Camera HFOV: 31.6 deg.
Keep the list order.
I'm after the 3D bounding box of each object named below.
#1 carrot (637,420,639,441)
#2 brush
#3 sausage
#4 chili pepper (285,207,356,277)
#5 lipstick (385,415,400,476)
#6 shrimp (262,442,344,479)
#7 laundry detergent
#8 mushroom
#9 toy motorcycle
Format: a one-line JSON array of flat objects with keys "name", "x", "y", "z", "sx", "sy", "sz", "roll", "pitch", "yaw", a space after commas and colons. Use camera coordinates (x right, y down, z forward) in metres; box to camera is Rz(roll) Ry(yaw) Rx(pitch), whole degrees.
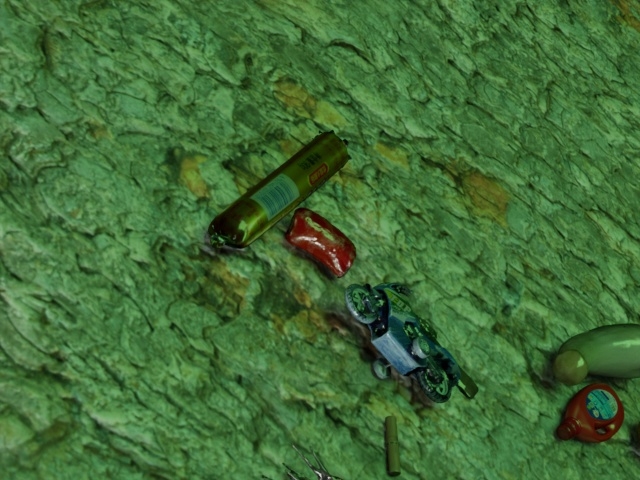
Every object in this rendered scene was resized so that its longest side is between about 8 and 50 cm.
[{"name": "carrot", "x": 0.707, "y": 0.411, "z": 2.062, "sx": 0.301, "sy": 0.114, "sz": 0.114, "roll": 38, "pitch": 42, "yaw": -14}, {"name": "brush", "x": 0.199, "y": 0.181, "z": 1.877, "sx": 0.190, "sy": 0.027, "sz": 0.034, "roll": 49, "pitch": 43, "yaw": 2}, {"name": "sausage", "x": -0.067, "y": -0.075, "z": 1.819, "sx": 0.082, "sy": 0.082, "sz": 0.371, "roll": 47, "pitch": 42, "yaw": 0}, {"name": "chili pepper", "x": 0.000, "y": 0.000, "z": 1.823, "sx": 0.123, "sy": 0.070, "sz": 0.073, "roll": 36, "pitch": 58, "yaw": -15}, {"name": "lipstick", "x": 0.109, "y": 0.309, "z": 1.706, "sx": 0.019, "sy": 0.019, "sz": 0.094, "roll": 20, "pitch": 47, "yaw": -27}, {"name": "shrimp", "x": 0.077, "y": 0.396, "z": 1.539, "sx": 0.343, "sy": 0.116, "sz": 0.145, "roll": 37, "pitch": 6, "yaw": 3}, {"name": "laundry detergent", "x": 0.469, "y": 0.314, "z": 1.988, "sx": 0.165, "sy": 0.049, "sz": 0.097, "roll": -23, "pitch": 75, "yaw": -45}, {"name": "mushroom", "x": 0.506, "y": 0.210, "z": 2.056, "sx": 0.270, "sy": 0.118, "sz": 0.103, "roll": -6, "pitch": 106, "yaw": -34}, {"name": "toy motorcycle", "x": 0.133, "y": 0.150, "z": 1.802, "sx": 0.254, "sy": 0.092, "sz": 0.135, "roll": 48, "pitch": 31, "yaw": -12}]
